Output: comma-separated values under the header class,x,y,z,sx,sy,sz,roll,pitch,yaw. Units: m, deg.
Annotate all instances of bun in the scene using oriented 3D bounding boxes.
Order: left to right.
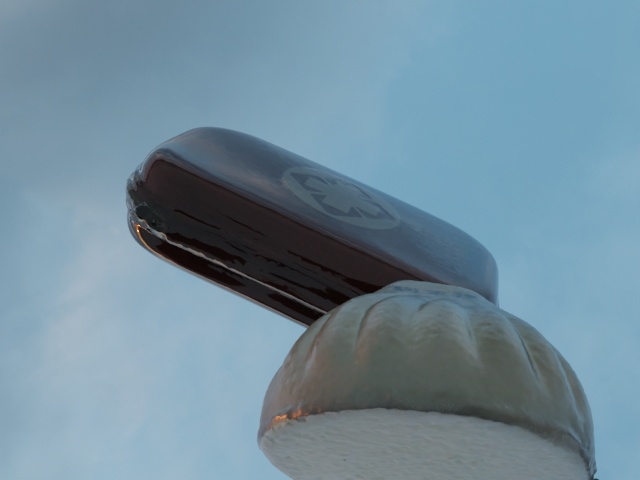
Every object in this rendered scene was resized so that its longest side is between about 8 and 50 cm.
class,x,y,z,sx,sy,sz,roll,pitch,yaw
bun,0.088,0.110,0.674,0.263,0.263,0.175,-4,-124,16

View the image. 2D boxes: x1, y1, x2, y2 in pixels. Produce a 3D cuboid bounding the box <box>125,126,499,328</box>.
class,x,y,z,sx,sy,sz,roll,pitch,yaw
box,0.000,0.000,0.869,0.404,0.263,0.108,24,-68,3
